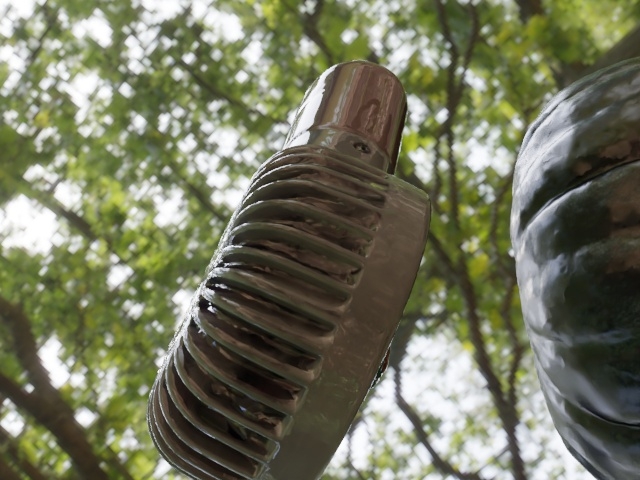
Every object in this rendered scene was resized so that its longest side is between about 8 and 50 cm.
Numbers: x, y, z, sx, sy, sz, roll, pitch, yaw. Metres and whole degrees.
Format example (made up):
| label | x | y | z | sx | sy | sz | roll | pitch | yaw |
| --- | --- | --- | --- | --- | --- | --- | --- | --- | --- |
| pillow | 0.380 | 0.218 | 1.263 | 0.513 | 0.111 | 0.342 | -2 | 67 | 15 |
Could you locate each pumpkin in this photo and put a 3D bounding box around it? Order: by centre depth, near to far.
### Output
| label | x | y | z | sx | sy | sz | roll | pitch | yaw |
| --- | --- | --- | --- | --- | --- | --- | --- | --- | --- |
| pumpkin | 0.287 | 0.029 | 0.994 | 0.363 | 0.266 | 0.363 | -14 | -90 | -74 |

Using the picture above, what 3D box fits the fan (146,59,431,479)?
| label | x | y | z | sx | sy | sz | roll | pitch | yaw |
| --- | --- | --- | --- | --- | --- | --- | --- | --- | --- |
| fan | 0.000 | 0.000 | 0.517 | 0.074 | 0.130 | 0.244 | 25 | -145 | -5 |
